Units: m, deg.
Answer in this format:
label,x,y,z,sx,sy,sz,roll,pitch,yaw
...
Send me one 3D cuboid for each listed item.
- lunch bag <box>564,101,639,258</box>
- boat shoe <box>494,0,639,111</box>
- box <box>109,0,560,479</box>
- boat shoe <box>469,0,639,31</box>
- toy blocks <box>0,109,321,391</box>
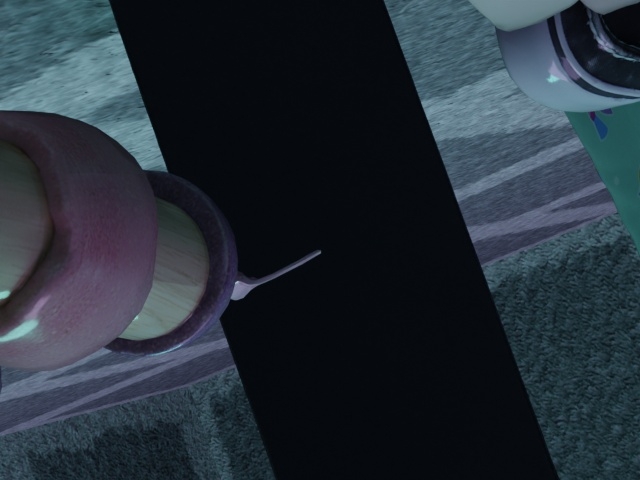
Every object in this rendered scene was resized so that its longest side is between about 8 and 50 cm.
label,x,y,z,sx,sy,sz,roll,pitch,yaw
lunch bag,0.291,-0.083,1.071,0.262,0.223,0.160,-15,163,-29
boat shoe,0.205,-0.130,0.854,0.301,0.108,0.102,-17,-169,-41
box,0.000,0.000,0.740,0.103,0.261,0.184,-20,174,0
boat shoe,0.108,-0.149,0.535,0.158,0.127,0.340,-29,179,18
toy blocks,-0.159,0.054,0.496,0.289,0.309,0.260,-20,167,12
